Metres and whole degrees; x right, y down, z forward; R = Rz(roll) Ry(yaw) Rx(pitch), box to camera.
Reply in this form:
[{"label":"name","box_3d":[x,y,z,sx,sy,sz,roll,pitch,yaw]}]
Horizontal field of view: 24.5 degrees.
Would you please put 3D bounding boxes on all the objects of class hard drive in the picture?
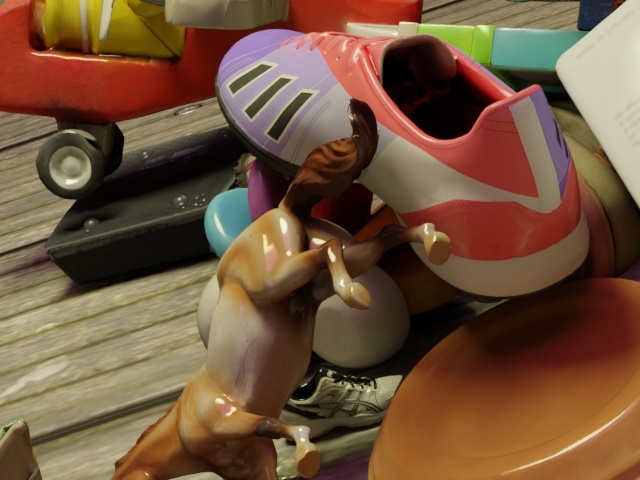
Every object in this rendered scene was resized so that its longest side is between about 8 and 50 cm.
[{"label":"hard drive","box_3d":[-0.136,-0.038,1.335,0.172,0.054,0.254,-14,19,13]}]

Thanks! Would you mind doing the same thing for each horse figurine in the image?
[{"label":"horse figurine","box_3d":[-0.024,0.055,0.783,0.066,0.263,0.174,21,-2,-31]}]

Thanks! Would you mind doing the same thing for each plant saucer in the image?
[{"label":"plant saucer","box_3d":[0.110,0.079,0.740,0.200,0.037,0.200,-24,24,11]}]

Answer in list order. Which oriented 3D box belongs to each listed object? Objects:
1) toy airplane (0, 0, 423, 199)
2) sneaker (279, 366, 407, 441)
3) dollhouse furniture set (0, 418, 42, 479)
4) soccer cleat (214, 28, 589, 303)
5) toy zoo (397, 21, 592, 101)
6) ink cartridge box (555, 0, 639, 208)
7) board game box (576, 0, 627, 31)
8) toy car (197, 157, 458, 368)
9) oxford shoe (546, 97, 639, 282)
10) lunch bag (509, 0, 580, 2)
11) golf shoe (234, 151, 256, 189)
[{"label":"toy airplane","box_3d":[-0.092,-0.217,1.273,0.384,0.272,0.386,-25,13,-40]},{"label":"sneaker","box_3d":[0.013,0.089,0.860,0.083,0.037,0.032,-17,17,-1]},{"label":"dollhouse furniture set","box_3d":[-0.194,0.165,0.775,0.059,0.076,0.151,-12,20,16]},{"label":"soccer cleat","box_3d":[0.034,-0.081,0.845,0.109,0.116,0.318,-26,36,-21]},{"label":"toy zoo","box_3d":[0.221,-0.113,1.044,0.293,0.030,0.192,6,-4,22]},{"label":"ink cartridge box","box_3d":[0.307,-0.051,0.659,0.308,0.091,0.385,-40,42,19]},{"label":"board game box","box_3d":[0.259,-0.147,1.061,0.136,0.035,0.201,6,1,12]},{"label":"toy car","box_3d":[0.000,0.000,0.969,0.182,0.136,0.159,-7,22,30]},{"label":"oxford shoe","box_3d":[0.159,-0.048,0.968,0.130,0.123,0.348,-15,15,-4]},{"label":"lunch bag","box_3d":[0.215,-0.228,0.999,0.224,0.107,0.279,-7,-2,-16]},{"label":"golf shoe","box_3d":[-0.021,-0.057,1.261,0.086,0.067,0.186,-12,19,14]}]
